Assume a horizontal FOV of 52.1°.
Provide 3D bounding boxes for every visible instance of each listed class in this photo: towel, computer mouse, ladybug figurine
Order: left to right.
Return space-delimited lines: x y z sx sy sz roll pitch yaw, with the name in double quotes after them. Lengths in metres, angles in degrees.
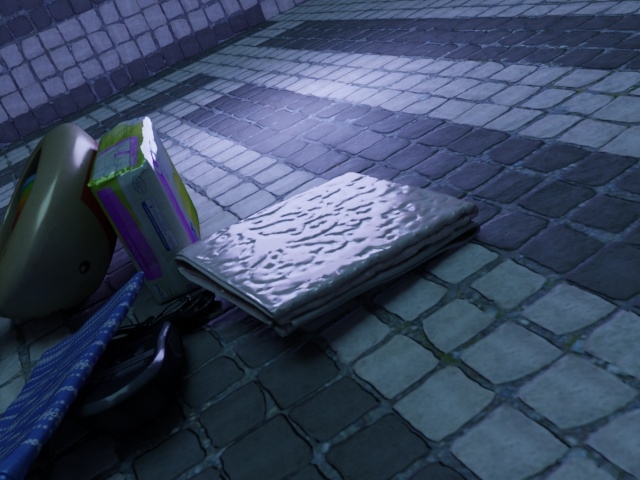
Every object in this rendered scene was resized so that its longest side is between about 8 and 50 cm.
-0.340 0.192 0.769 0.243 0.040 0.336 -38 19 27 "towel"
-0.455 -0.036 1.153 0.305 0.162 0.449 -52 32 23 "ladybug figurine"
-0.217 0.161 0.811 0.189 0.072 0.272 -22 15 5 "computer mouse"
0.000 0.000 0.910 0.332 0.053 0.317 -26 26 -25 "towel"

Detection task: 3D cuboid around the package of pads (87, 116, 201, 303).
-0.283 -0.066 1.083 0.101 0.229 0.296 -24 27 -3 "package of pads"
